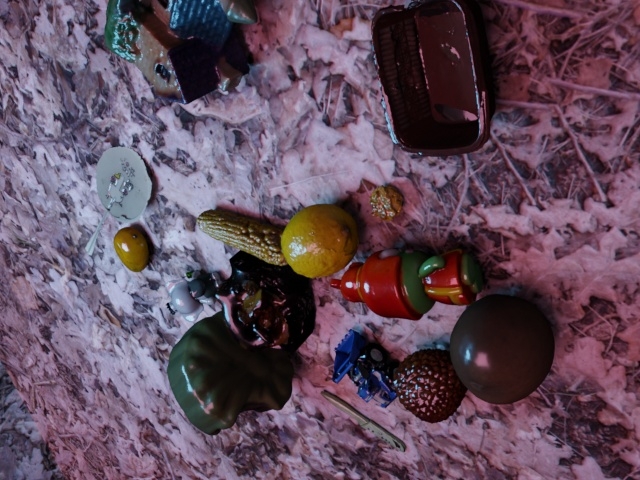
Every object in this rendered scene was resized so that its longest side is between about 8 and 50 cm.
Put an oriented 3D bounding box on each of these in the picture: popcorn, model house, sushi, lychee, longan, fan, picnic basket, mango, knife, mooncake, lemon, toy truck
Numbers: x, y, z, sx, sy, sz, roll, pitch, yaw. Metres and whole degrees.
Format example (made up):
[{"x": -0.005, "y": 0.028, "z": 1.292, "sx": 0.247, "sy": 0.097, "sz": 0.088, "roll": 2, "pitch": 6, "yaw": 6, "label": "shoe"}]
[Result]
[{"x": 0.146, "y": -0.085, "z": 1.550, "sx": 0.083, "sy": 0.057, "sz": 0.082, "roll": 19, "pitch": 126, "yaw": 29, "label": "popcorn"}, {"x": -0.282, "y": -0.466, "z": 1.495, "sx": 0.280, "sy": 0.245, "sz": 0.312, "roll": 49, "pitch": 143, "yaw": 6, "label": "model house"}, {"x": -0.159, "y": 0.177, "z": 1.831, "sx": 0.216, "sy": 0.212, "sz": 0.227, "roll": 21, "pitch": 131, "yaw": 27, "label": "sushi"}, {"x": 0.273, "y": 0.342, "z": 1.654, "sx": 0.188, "sy": 0.188, "sz": 0.188, "roll": 18, "pitch": 126, "yaw": 27, "label": "lychee"}, {"x": 0.379, "y": 0.230, "z": 1.444, "sx": 0.248, "sy": 0.248, "sz": 0.248, "roll": 18, "pitch": 126, "yaw": 27, "label": "longan"}, {"x": -0.635, "y": -0.110, "z": 2.077, "sx": 0.233, "sy": 0.012, "sz": 0.414, "roll": 49, "pitch": 122, "yaw": 16, "label": "fan"}, {"x": 0.227, "y": -0.317, "z": 1.296, "sx": 0.223, "sy": 0.129, "sz": 0.296, "roll": 3, "pitch": 118, "yaw": 37, "label": "picnic basket"}, {"x": -0.589, "y": 0.033, "z": 2.140, "sx": 0.115, "sy": 0.089, "sz": 0.164, "roll": 10, "pitch": 125, "yaw": 38, "label": "mango"}, {"x": 0.121, "y": 0.522, "z": 1.976, "sx": 0.293, "sy": 0.020, "sz": 0.043, "roll": 30, "pitch": 129, "yaw": 16, "label": "knife"}, {"x": -0.249, "y": 0.364, "z": 1.931, "sx": 0.351, "sy": 0.351, "sz": 0.187, "roll": 48, "pitch": 139, "yaw": 2, "label": "mooncake"}, {"x": -0.001, "y": 0.002, "z": 1.632, "sx": 0.181, "sy": 0.180, "sz": 0.193, "roll": 33, "pitch": 135, "yaw": 15, "label": "lemon"}, {"x": 0.117, "y": 0.346, "z": 1.794, "sx": 0.208, "sy": 0.126, "sz": 0.113, "roll": 41, "pitch": 133, "yaw": 9, "label": "toy truck"}]

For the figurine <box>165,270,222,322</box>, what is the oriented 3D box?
[{"x": -0.379, "y": 0.161, "z": 2.037, "sx": 0.193, "sy": 0.126, "sz": 0.147, "roll": -30, "pitch": 86, "yaw": 12, "label": "figurine"}]

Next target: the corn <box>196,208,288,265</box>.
[{"x": -0.194, "y": -0.012, "z": 1.821, "sx": 0.320, "sy": 0.097, "sz": 0.096, "roll": 20, "pitch": 127, "yaw": 28, "label": "corn"}]

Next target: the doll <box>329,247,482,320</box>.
[{"x": 0.181, "y": 0.100, "z": 1.560, "sx": 0.363, "sy": 0.160, "sz": 0.183, "roll": -1, "pitch": 160, "yaw": 33, "label": "doll"}]
